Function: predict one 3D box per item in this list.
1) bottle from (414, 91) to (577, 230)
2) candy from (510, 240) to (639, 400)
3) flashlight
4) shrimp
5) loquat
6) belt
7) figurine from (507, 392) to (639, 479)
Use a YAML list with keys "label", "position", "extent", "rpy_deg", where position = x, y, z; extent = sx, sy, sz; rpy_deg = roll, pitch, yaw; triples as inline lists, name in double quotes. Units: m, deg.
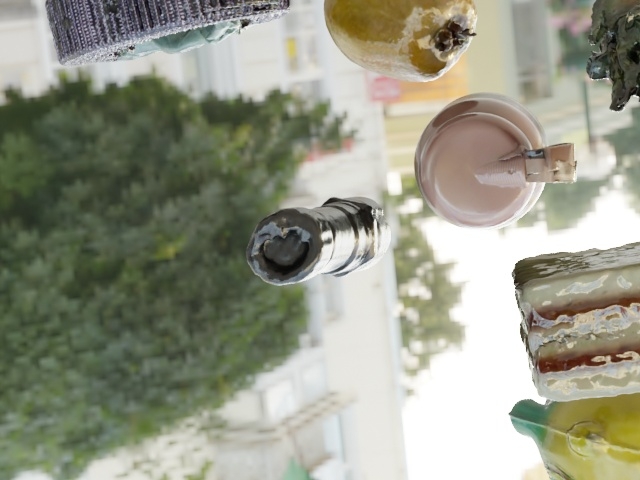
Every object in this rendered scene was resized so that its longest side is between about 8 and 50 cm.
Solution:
- label: "bottle"
  position: [0.220, -0.101, 2.004]
  extent: [0.206, 0.173, 0.297]
  rpy_deg: [-3, -175, 9]
- label: "candy"
  position: [0.355, 0.069, 1.586]
  extent: [0.320, 0.135, 0.179]
  rpy_deg: [-9, -175, 2]
- label: "flashlight"
  position: [0.000, 0.000, 1.844]
  extent: [0.103, 0.103, 0.424]
  rpy_deg: [-4, -179, 13]
- label: "shrimp"
  position: [0.414, -0.233, 1.679]
  extent: [0.272, 0.085, 0.445]
  rpy_deg: [31, -137, 11]
- label: "loquat"
  position: [0.110, -0.309, 2.127]
  extent: [0.234, 0.187, 0.176]
  rpy_deg: [25, -147, 28]
- label: "belt"
  position: [-0.196, -0.298, 2.022]
  extent: [0.324, 0.122, 0.260]
  rpy_deg: [-13, -176, 25]
- label: "figurine"
  position: [0.439, 0.289, 2.321]
  extent: [0.323, 0.232, 0.340]
  rpy_deg: [12, 179, -1]
